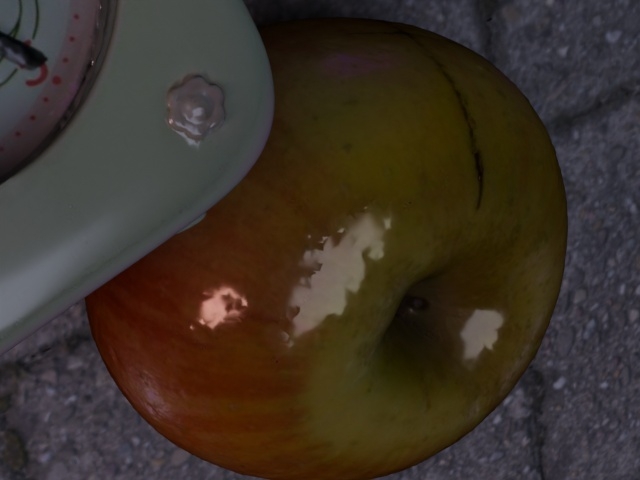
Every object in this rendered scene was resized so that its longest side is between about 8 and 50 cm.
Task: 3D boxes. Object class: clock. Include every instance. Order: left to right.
[{"bbox_3d":[-0.193,-0.108,0.594,0.265,0.108,0.324,-34,103,-17],"label":"clock"}]

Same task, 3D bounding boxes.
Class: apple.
[{"bbox_3d":[0.000,0.000,0.816,0.286,0.233,0.286,-16,121,-28],"label":"apple"}]
